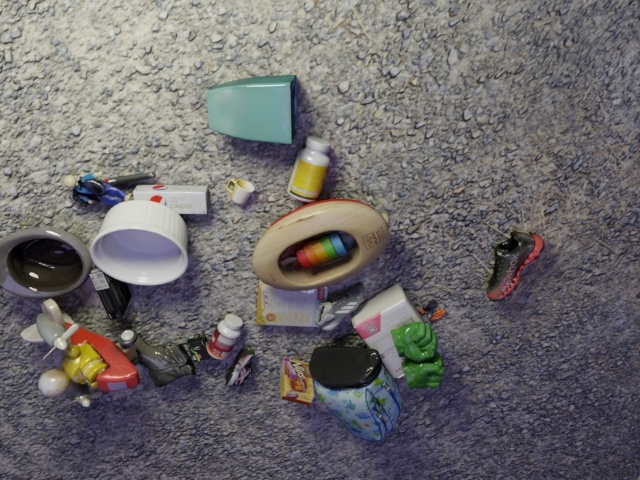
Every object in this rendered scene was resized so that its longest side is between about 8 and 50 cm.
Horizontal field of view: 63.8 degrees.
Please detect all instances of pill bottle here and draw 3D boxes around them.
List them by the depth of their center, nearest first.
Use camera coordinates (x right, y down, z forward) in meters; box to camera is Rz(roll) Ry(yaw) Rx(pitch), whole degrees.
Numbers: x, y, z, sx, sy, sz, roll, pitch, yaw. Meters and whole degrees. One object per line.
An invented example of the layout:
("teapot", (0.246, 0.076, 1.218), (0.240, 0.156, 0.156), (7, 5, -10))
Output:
("pill bottle", (-0.030, -0.216, 1.556), (0.103, 0.103, 0.184), (14, 114, -11))
("pill bottle", (-0.333, 0.336, 1.806), (0.086, 0.086, 0.151), (24, 111, -15))

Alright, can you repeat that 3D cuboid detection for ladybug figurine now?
("ladybug figurine", (0.000, 0.000, 1.613), (0.450, 0.161, 0.305), (-19, 130, 8))

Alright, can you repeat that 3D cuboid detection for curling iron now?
("curling iron", (-0.632, -0.166, 1.569), (0.274, 0.035, 0.068), (-17, 120, 4))

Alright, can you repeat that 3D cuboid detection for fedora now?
("fedora", (-0.851, 0.053, 1.606), (0.276, 0.124, 0.243), (-14, 118, -5))

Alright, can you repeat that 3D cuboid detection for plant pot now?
("plant pot", (-0.189, -0.371, 1.444), (0.235, 0.165, 0.165), (1, 116, 3))

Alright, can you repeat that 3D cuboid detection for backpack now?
("backpack", (0.149, 0.557, 1.861), (0.290, 0.273, 0.355), (-5, 143, 36))

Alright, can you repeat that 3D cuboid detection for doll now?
("doll", (-0.662, -0.151, 1.525), (0.189, 0.046, 0.129), (20, 128, -16))

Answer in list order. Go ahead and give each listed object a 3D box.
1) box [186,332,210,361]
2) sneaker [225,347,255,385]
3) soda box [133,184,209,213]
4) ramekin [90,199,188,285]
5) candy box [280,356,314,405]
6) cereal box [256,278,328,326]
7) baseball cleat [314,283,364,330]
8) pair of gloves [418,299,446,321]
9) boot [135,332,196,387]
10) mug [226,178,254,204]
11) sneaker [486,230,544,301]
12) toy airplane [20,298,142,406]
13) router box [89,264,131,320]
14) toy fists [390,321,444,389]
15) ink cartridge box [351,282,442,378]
("box", (-0.433, 0.383, 1.839), (0.062, 0.052, 0.083), (-13, 115, 3))
("sneaker", (-0.281, 0.468, 1.893), (0.077, 0.072, 0.178), (21, 121, -27))
("soda box", (-0.457, -0.128, 1.583), (0.216, 0.069, 0.073), (0, 115, -6))
("ramekin", (-0.536, 0.004, 1.558), (0.278, 0.135, 0.277), (-3, 141, -2))
("candy box", (-0.086, 0.504, 1.850), (0.109, 0.186, 0.053), (18, 112, -12))
("cereal box", (-0.100, 0.217, 1.789), (0.241, 0.047, 0.172), (4, 116, -8))
("baseball cleat", (0.065, 0.221, 1.762), (0.205, 0.072, 0.109), (-50, 133, -3))
("pair of gloves", (0.407, 0.256, 1.870), (0.074, 0.010, 0.083), (-41, 109, 16))
("boot", (-0.554, 0.395, 1.807), (0.161, 0.083, 0.246), (-26, 111, 12))
("mug", (-0.250, -0.152, 1.603), (0.062, 0.078, 0.064), (2, 130, -42))
("sneaker", (0.634, 0.083, 1.758), (0.135, 0.097, 0.275), (24, 109, -15))
("toy airplane", (-0.803, 0.367, 1.638), (0.385, 0.272, 0.386), (-20, 117, 38))
("router box", (-0.674, 0.147, 1.661), (0.046, 0.133, 0.178), (-12, 115, 0))
("toy fists", (0.342, 0.396, 1.754), (0.143, 0.096, 0.279), (-19, 115, 3))
("ink cartridge box", (0.270, 0.326, 1.832), (0.207, 0.117, 0.283), (-32, 114, 10))
